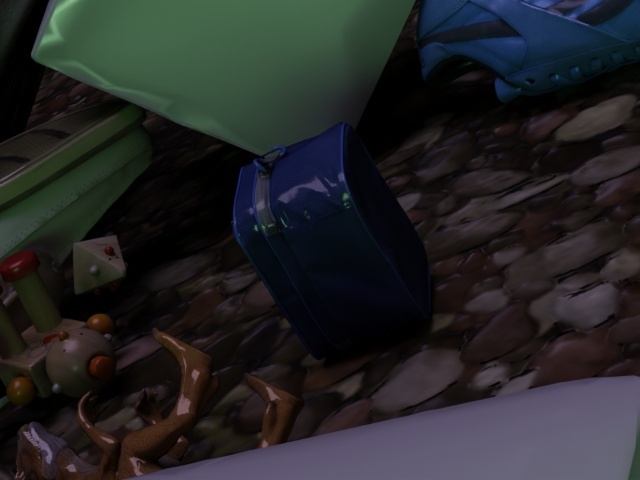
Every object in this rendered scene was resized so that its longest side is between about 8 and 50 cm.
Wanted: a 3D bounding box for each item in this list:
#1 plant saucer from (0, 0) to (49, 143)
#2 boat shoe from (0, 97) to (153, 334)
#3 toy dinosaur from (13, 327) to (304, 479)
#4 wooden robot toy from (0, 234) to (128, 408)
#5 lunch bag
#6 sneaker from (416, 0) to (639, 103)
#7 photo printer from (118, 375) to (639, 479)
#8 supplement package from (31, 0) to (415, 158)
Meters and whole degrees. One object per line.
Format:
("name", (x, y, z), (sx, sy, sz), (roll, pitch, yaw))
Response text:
("plant saucer", (-0.244, -0.093, 1.042), (0.310, 0.050, 0.311), (-159, 90, -83))
("boat shoe", (-0.204, 0.030, 0.831), (0.302, 0.103, 0.113), (-40, 22, -27))
("toy dinosaur", (-0.050, 0.102, 0.557), (0.211, 0.064, 0.112), (20, 83, 58))
("wooden robot toy", (-0.143, 0.057, 0.748), (0.079, 0.076, 0.173), (11, 43, 44))
("lunch bag", (0.000, 0.000, 0.651), (0.065, 0.098, 0.067), (-25, 26, 17))
("sneaker", (0.146, -0.111, 0.804), (0.209, 0.082, 0.069), (7, -2, 35))
("photo printer", (-0.061, 0.159, 0.330), (0.307, 0.107, 0.256), (-16, 25, 29))
("supplement package", (-0.059, -0.163, 0.917), (0.203, 0.194, 0.149), (-108, 42, -69))
